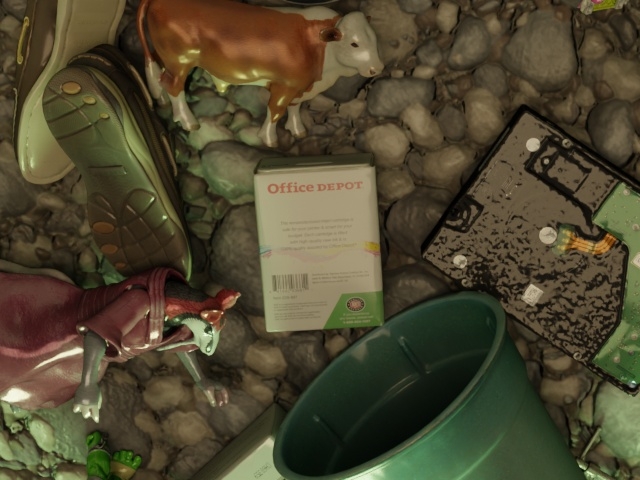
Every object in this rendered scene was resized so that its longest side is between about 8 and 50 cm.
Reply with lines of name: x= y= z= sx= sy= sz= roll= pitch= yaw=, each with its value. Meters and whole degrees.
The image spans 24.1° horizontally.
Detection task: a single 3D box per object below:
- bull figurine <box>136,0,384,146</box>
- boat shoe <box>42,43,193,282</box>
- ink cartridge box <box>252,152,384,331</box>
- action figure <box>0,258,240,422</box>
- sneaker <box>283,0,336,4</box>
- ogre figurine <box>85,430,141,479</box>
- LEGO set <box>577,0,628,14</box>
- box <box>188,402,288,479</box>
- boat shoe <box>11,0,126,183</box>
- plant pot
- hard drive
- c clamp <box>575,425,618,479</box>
bull figurine: x=-0.077 y=-0.220 z=1.849 sx=0.310 sy=0.101 sz=0.188 roll=14 pitch=115 yaw=4
boat shoe: x=-0.223 y=-0.088 z=1.873 sx=0.132 sy=0.130 sz=0.355 roll=5 pitch=132 yaw=24
ink cartridge box: x=0.000 y=0.000 z=1.915 sx=0.154 sy=0.093 sz=0.212 roll=-3 pitch=106 yaw=3
action figure: x=-0.267 y=0.100 z=1.910 sx=0.370 sy=0.248 sz=0.275 roll=-17 pitch=77 yaw=20
sneaker: x=-0.070 y=-0.332 z=1.796 sx=0.226 sy=0.163 sz=0.086 roll=17 pitch=104 yaw=-3
ogre figurine: x=-0.269 y=0.365 z=2.014 sx=0.097 sy=0.118 sz=0.197 roll=-3 pitch=105 yaw=4
LEGO set: x=0.416 y=-0.308 z=1.806 sx=0.287 sy=0.132 sz=0.107 roll=1 pitch=124 yaw=-20
box: x=-0.064 y=0.351 z=1.998 sx=0.182 sy=0.119 sz=0.181 roll=-43 pitch=99 yaw=13
boat shoe: x=-0.326 y=-0.231 z=1.871 sx=0.117 sy=0.097 sz=0.324 roll=-4 pitch=120 yaw=-42
plant pot: x=0.173 y=0.298 z=1.882 sx=0.341 sy=0.341 sz=0.334 roll=-33 pitch=109 yaw=11
hard drive: x=0.330 y=0.014 z=1.915 sx=0.339 sy=0.064 sz=0.237 roll=33 pitch=104 yaw=-5
c clamp: x=0.397 y=0.348 z=2.021 sx=0.161 sy=0.022 sz=0.137 roll=35 pitch=104 yaw=-6
